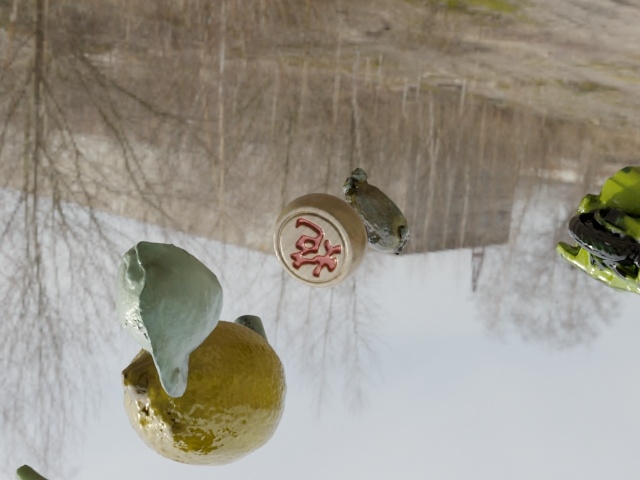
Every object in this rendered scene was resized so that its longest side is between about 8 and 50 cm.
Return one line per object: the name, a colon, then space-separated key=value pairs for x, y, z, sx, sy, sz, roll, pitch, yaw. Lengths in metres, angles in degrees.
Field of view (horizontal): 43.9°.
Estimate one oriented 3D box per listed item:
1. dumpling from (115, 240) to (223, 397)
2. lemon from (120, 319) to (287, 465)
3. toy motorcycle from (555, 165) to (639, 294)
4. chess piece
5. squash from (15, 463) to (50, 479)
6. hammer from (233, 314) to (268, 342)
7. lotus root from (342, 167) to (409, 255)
dumpling: x=-0.175 y=0.086 z=0.885 sx=0.105 sy=0.149 sz=0.216 roll=21 pitch=168 yaw=11
lemon: x=-0.194 y=0.254 z=1.334 sx=0.320 sy=0.245 sz=0.245 roll=17 pitch=178 yaw=-44
toy motorcycle: x=0.429 y=0.043 z=0.828 sx=0.342 sy=0.142 sz=0.206 roll=35 pitch=-158 yaw=30
chess piece: x=0.000 y=0.000 z=0.684 sx=0.084 sy=0.083 sz=0.038 roll=8 pitch=-154 yaw=21
squash: x=-0.255 y=0.228 z=0.727 sx=0.089 sy=0.027 sz=0.027 roll=6 pitch=-173 yaw=44
hammer: x=-0.206 y=0.227 z=1.668 sx=0.194 sy=0.116 sz=0.069 roll=-12 pitch=153 yaw=-15
lotus root: x=0.091 y=-0.045 z=1.364 sx=0.088 sy=0.165 sz=0.088 roll=-36 pitch=-177 yaw=2
